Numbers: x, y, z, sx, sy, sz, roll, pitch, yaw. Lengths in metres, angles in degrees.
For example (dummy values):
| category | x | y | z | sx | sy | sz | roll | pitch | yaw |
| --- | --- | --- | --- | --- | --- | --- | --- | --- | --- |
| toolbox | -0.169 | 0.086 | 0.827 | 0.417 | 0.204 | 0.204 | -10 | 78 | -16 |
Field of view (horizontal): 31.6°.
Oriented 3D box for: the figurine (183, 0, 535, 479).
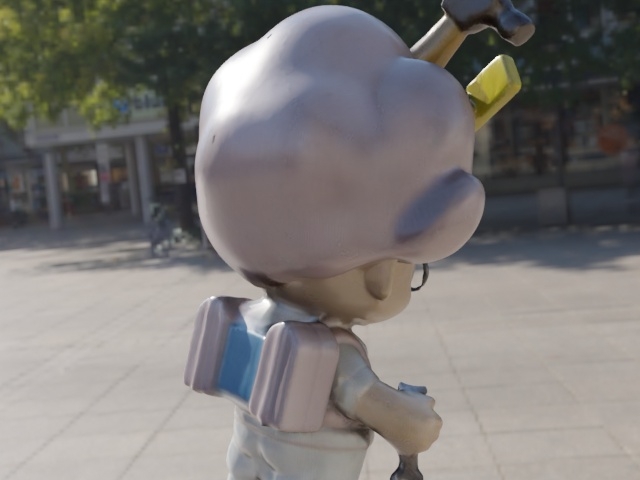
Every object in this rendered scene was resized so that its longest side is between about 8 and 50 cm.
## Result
| category | x | y | z | sx | sy | sz | roll | pitch | yaw |
| --- | --- | --- | --- | --- | --- | --- | --- | --- | --- |
| figurine | 0.000 | 0.000 | 0.436 | 0.112 | 0.228 | 0.137 | 7 | 7 | -32 |
